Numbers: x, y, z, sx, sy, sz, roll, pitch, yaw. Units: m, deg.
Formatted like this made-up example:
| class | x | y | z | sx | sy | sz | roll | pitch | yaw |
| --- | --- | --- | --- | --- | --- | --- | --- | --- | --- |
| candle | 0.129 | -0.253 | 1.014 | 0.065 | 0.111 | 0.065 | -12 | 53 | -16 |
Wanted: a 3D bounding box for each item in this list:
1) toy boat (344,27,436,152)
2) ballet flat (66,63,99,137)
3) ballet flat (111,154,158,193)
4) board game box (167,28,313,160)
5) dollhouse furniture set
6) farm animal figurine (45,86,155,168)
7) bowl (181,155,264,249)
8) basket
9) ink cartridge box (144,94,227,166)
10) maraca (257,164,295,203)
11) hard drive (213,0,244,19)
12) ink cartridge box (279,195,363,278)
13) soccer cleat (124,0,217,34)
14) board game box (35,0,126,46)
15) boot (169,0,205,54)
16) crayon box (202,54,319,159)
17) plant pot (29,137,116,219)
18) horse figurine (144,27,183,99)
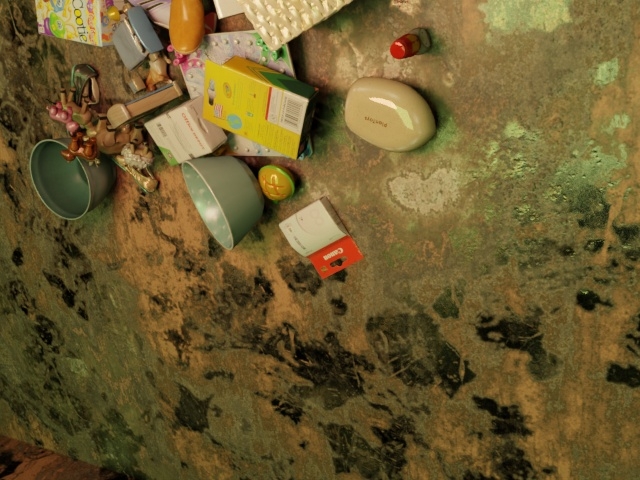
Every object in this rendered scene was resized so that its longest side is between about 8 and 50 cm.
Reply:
| class | x | y | z | sx | sy | sz | roll | pitch | yaw |
| --- | --- | --- | --- | --- | --- | --- | --- | --- | --- |
| toy boat | 0.206 | -0.390 | 1.556 | 0.267 | 0.148 | 0.319 | 29 | 130 | 20 |
| ballet flat | -0.842 | -0.483 | 2.108 | 0.096 | 0.095 | 0.281 | 21 | 121 | 5 |
| ballet flat | -0.660 | -0.257 | 2.132 | 0.206 | 0.073 | 0.067 | 42 | 97 | 3 |
| board game box | -0.240 | -0.419 | 1.771 | 0.389 | 0.050 | 0.390 | 5 | 128 | 27 |
| dollhouse furniture set | -0.619 | -0.523 | 1.818 | 0.286 | 0.198 | 0.304 | -6 | 114 | 53 |
| farm animal figurine | -0.746 | -0.351 | 2.004 | 0.172 | 0.326 | 0.331 | -64 | 37 | 41 |
| bowl | -0.291 | -0.144 | 1.868 | 0.311 | 0.163 | 0.312 | 48 | 157 | 28 |
| basket | -0.052 | -0.696 | 1.425 | 0.328 | 0.266 | 0.331 | -22 | 114 | 31 |
| ink cartridge box | -0.417 | -0.338 | 1.840 | 0.219 | 0.093 | 0.160 | -9 | 120 | 40 |
| maraca | -0.147 | -0.175 | 1.861 | 0.127 | 0.099 | 0.185 | 45 | 148 | -10 |
| hard drive | -0.222 | -0.781 | 1.601 | 0.202 | 0.040 | 0.308 | -16 | 106 | -4 |
| ink cartridge box | 0.000 | 0.000 | 1.881 | 0.189 | 0.066 | 0.233 | -29 | 92 | 35 |
| soccer cleat | -0.452 | -0.695 | 1.798 | 0.318 | 0.108 | 0.117 | 31 | 111 | 11 |
| board game box | -0.766 | -0.727 | 1.923 | 0.275 | 0.144 | 0.142 | 17 | 118 | 21 |
| boot | -0.378 | -0.687 | 1.624 | 0.104 | 0.296 | 0.211 | 0 | 157 | -2 |
| crayon box | -0.175 | -0.383 | 1.669 | 0.318 | 0.081 | 0.202 | 25 | 134 | 9 |
| plant pot | -0.878 | -0.245 | 2.166 | 0.292 | 0.196 | 0.293 | 11 | 116 | 24 |
| horse figurine | -0.509 | -0.565 | 1.883 | 0.174 | 0.066 | 0.264 | 37 | 142 | 32 |
